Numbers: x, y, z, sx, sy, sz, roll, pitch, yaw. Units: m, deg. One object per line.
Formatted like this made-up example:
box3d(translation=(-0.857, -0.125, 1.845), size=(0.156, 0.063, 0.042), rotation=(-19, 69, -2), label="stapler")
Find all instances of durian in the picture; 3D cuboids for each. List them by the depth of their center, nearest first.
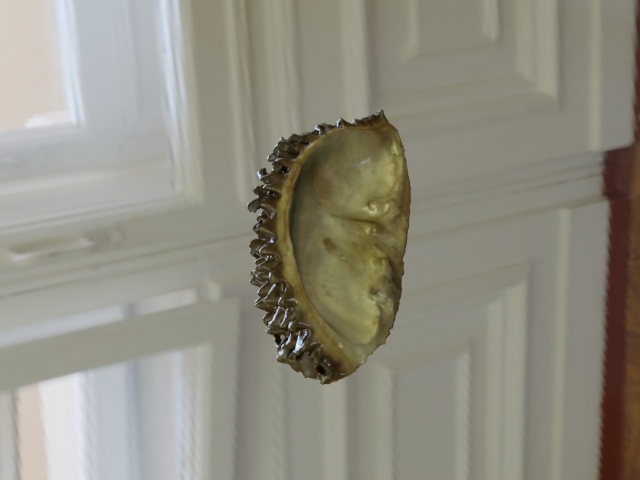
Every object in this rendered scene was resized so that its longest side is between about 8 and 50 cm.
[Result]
box3d(translation=(0.002, -0.005, 0.546), size=(0.052, 0.066, 0.130), rotation=(75, -158, -60), label="durian")
